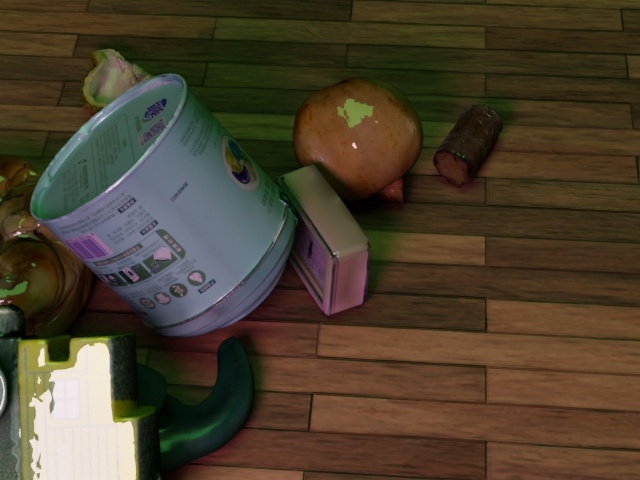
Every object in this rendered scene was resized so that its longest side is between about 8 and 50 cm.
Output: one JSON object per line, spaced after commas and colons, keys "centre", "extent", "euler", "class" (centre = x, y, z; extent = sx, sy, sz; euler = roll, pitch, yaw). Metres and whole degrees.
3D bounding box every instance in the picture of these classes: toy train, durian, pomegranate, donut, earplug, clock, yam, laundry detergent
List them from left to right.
{"centre": [-0.523, 0.025, 1.884], "extent": [0.360, 0.170, 0.360], "euler": [0, 49, 0], "class": "donut"}
{"centre": [-0.331, 0.297, 1.555], "extent": [0.272, 0.179, 0.442], "euler": [-3, 88, 3], "class": "toy train"}
{"centre": [-0.351, -0.261, 2.177], "extent": [0.140, 0.078, 0.224], "euler": [-32, 45, -7], "class": "durian"}
{"centre": [-0.244, 0.212, 1.724], "extent": [0.257, 0.280, 0.164], "euler": [-50, 25, 3], "class": "earplug"}
{"centre": [-0.208, -0.033, 1.804], "extent": [0.287, 0.305, 0.287], "euler": [-30, 30, 20], "class": "laundry detergent"}
{"centre": [0.000, 0.000, 1.901], "extent": [0.071, 0.147, 0.192], "euler": [-20, 53, -20], "class": "clock"}
{"centre": [0.059, -0.161, 1.995], "extent": [0.207, 0.207, 0.207], "euler": [-1, 51, 1], "class": "pomegranate"}
{"centre": [0.244, -0.160, 2.069], "extent": [0.079, 0.079, 0.141], "euler": [23, 53, 19], "class": "yam"}
